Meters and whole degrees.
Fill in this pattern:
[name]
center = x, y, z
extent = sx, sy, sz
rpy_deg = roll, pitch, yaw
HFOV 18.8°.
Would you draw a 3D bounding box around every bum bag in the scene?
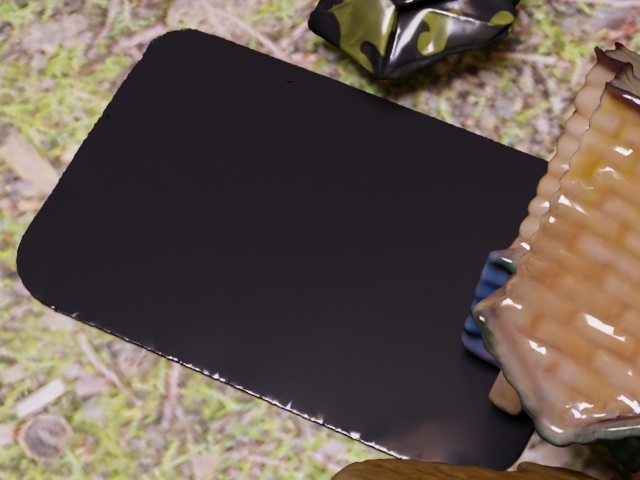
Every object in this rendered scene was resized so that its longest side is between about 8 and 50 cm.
[bum bag]
center = 0.070, -0.173, 1.013
extent = 0.107, 0.060, 0.232
rpy_deg = 10, 59, 17

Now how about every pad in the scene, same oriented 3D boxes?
[pad]
center = 0.000, 0.000, 0.949
extent = 0.267, 0.004, 0.181
rpy_deg = 23, 64, 14

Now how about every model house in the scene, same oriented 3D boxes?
[model house]
center = 0.146, 0.027, 0.840
extent = 0.166, 0.183, 0.172
rpy_deg = 33, 104, 12

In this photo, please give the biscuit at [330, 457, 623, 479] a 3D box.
[biscuit]
center = 0.211, 0.170, 0.653
extent = 0.368, 0.394, 0.076
rpy_deg = 12, 95, -26
